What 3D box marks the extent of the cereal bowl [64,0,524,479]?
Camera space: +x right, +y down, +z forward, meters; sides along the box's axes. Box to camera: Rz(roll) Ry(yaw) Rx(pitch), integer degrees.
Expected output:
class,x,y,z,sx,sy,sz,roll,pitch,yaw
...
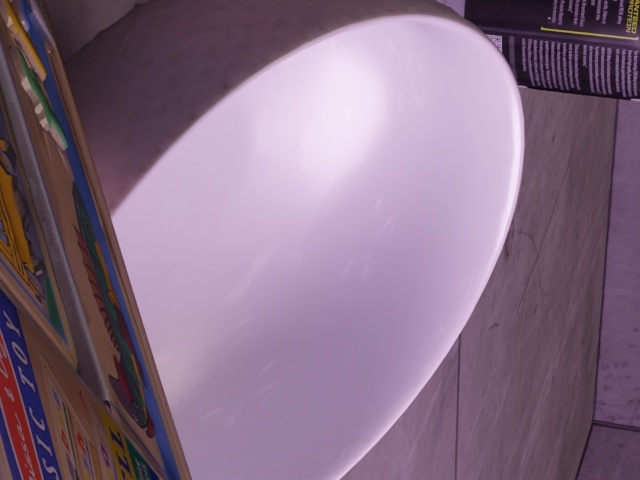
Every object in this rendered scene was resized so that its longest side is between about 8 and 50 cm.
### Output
class,x,y,z,sx,sy,sz,roll,pitch,yaw
cereal bowl,-0.059,0.004,0.890,0.339,0.141,0.339,-34,144,-29

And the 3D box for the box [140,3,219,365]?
class,x,y,z,sx,sy,sz,roll,pitch,yaw
box,-0.055,0.009,1.137,0.242,0.076,0.307,-15,113,-73

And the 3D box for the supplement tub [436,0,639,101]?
class,x,y,z,sx,sy,sz,roll,pitch,yaw
supplement tub,0.267,-0.237,1.721,0.193,0.316,0.194,9,90,-75

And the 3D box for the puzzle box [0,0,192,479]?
class,x,y,z,sx,sy,sz,roll,pitch,yaw
puzzle box,-0.117,-0.033,0.553,0.272,0.052,0.409,66,3,-63
